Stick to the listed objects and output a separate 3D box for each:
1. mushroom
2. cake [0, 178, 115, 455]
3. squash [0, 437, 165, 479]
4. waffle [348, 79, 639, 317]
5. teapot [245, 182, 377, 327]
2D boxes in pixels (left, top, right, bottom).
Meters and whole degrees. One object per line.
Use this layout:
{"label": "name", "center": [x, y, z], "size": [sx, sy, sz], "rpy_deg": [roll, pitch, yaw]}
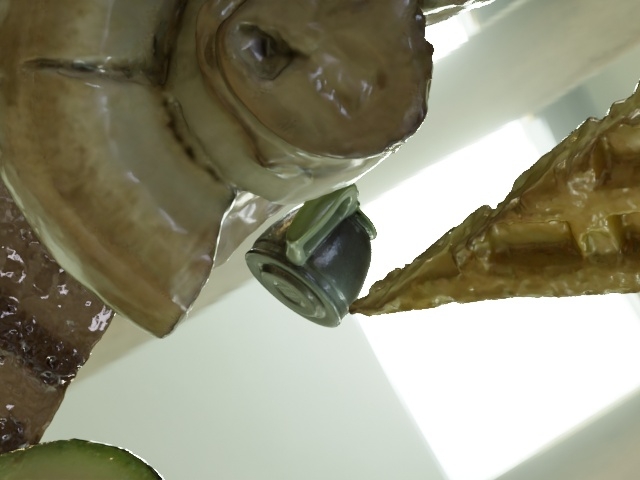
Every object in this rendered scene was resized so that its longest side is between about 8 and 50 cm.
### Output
{"label": "mushroom", "center": [-0.043, -0.096, 0.708], "size": [0.189, 0.254, 0.195], "rpy_deg": [41, -6, -8]}
{"label": "cake", "center": [-0.309, 0.037, 1.479], "size": [0.198, 0.293, 0.196], "rpy_deg": [41, -21, -32]}
{"label": "squash", "center": [-0.157, 0.207, 0.926], "size": [0.170, 0.170, 0.123], "rpy_deg": [32, -42, 35]}
{"label": "waffle", "center": [0.080, -0.033, 0.413], "size": [0.191, 0.032, 0.125], "rpy_deg": [-5, -46, 20]}
{"label": "teapot", "center": [0.006, 0.006, 1.263], "size": [0.092, 0.091, 0.124], "rpy_deg": [40, -19, -11]}
